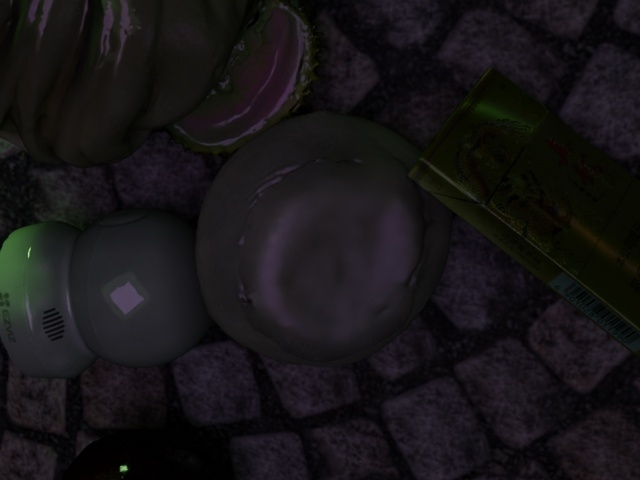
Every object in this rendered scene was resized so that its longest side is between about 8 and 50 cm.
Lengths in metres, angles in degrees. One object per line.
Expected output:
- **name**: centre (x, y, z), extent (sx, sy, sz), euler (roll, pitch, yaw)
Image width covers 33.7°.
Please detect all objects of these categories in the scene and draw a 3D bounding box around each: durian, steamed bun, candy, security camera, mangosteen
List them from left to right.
- **steamed bun**: centre (-0.272, -0.259, 1.092), extent (0.339, 0.247, 0.352), euler (-32, 68, 20)
- **security camera**: centre (-0.233, 0.059, 1.230), extent (0.236, 0.194, 0.194), euler (-9, 102, 11)
- **mangosteen**: centre (-0.221, 0.339, 1.280), extent (0.216, 0.216, 0.216), euler (3, 104, 11)
- **durian**: centre (-0.081, -0.187, 1.184), extent (0.137, 0.095, 0.221), euler (39, 112, -16)
- **candy**: centre (0.000, 0.000, 1.167), extent (0.296, 0.185, 0.295), euler (0, 91, -1)

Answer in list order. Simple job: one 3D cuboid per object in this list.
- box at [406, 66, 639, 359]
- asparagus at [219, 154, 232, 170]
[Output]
- **box**: centre (0.258, -0.033, 1.116), extent (0.311, 0.173, 0.043), euler (39, 146, 1)
- **asparagus**: centre (-0.115, -0.035, 1.254), extent (0.041, 0.045, 0.178), euler (27, 110, 19)
